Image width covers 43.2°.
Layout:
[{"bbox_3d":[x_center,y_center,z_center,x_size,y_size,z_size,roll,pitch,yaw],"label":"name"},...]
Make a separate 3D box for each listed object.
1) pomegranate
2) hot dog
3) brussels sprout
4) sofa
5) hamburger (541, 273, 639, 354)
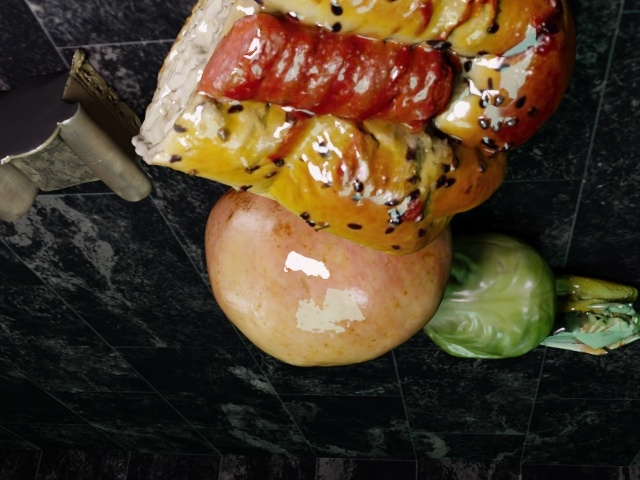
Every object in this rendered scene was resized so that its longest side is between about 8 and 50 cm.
[{"bbox_3d":[0.000,0.000,1.074,0.338,0.338,0.338,3,151,2],"label":"pomegranate"},{"bbox_3d":[0.063,-0.157,0.813,0.365,0.196,0.367,21,119,-32],"label":"hot dog"},{"bbox_3d":[0.262,0.091,1.317,0.244,0.244,0.244,3,151,2],"label":"brussels sprout"},{"bbox_3d":[-0.367,-0.107,1.057,0.258,0.182,0.200,-7,150,20],"label":"sofa"},{"bbox_3d":[0.477,0.126,1.427,0.214,0.125,0.235,-1,155,-2],"label":"hamburger"}]
